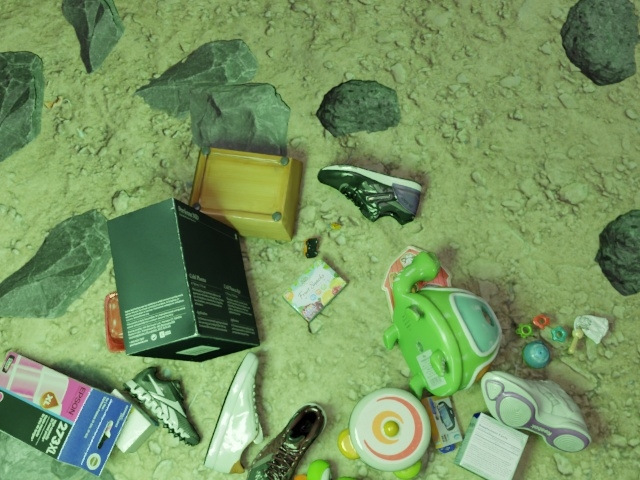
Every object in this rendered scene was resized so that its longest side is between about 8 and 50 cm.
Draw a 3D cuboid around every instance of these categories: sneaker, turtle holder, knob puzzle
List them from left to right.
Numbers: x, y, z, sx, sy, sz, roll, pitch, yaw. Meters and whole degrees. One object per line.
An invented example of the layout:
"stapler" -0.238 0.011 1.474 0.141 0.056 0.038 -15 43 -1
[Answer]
"sneaker" -0.365 0.396 1.674 0.234 0.078 0.106 42 65 5
"sneaker" -0.181 0.420 1.665 0.123 0.106 0.290 18 81 -4
"sneaker" -0.088 0.495 1.601 0.106 0.162 0.281 32 75 9
"sneaker" 0.122 -0.118 1.823 0.283 0.107 0.124 13 79 4
"knob puzzle" 0.252 0.104 1.791 0.213 0.030 0.213 0 73 0
"turtle holder" 0.291 0.211 1.673 0.227 0.243 0.320 -17 44 -22
"sneaker" 0.505 0.386 1.639 0.305 0.114 0.152 33 36 -13

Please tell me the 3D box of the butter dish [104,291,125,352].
"butter dish" -0.471 0.188 1.716 0.160 0.118 0.160 -8 73 -2

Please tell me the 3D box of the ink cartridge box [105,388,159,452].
"ink cartridge box" -0.479 0.430 1.657 0.143 0.092 0.090 40 78 12

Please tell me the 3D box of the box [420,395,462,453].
"box" 0.297 0.444 1.667 0.081 0.028 0.136 -1 66 -43

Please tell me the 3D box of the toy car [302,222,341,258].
"toy car" 0.000 0.000 1.828 0.122 0.060 0.040 -28 30 -25

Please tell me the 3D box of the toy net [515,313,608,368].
"toy net" 0.615 0.235 1.748 0.232 0.045 0.122 -19 72 -8

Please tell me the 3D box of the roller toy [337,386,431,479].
"roller toy" 0.159 0.447 1.625 0.209 0.146 0.191 19 73 6

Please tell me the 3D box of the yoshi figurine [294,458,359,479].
"yoshi figurine" 0.017 0.666 1.515 0.203 0.203 0.362 25 49 -16

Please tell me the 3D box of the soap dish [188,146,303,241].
"soap dish" -0.204 -0.130 1.814 0.290 0.118 0.229 7 73 3

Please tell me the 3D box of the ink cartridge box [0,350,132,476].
"ink cartridge box" -0.633 0.403 1.620 0.370 0.069 0.176 16 73 23

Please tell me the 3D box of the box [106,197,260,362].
"box" -0.311 0.108 1.610 0.178 0.343 0.313 -17 73 14

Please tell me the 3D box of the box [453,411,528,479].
"box" 0.408 0.503 1.648 0.126 0.072 0.137 26 75 6

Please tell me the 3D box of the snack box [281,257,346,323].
"snack box" -0.016 0.130 1.778 0.100 0.037 0.141 42 77 13
